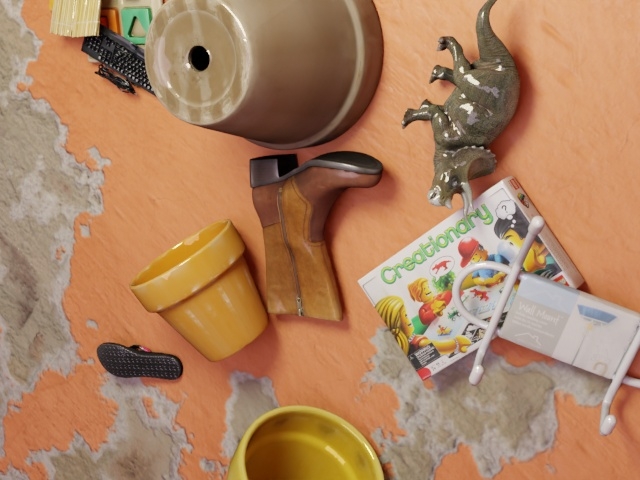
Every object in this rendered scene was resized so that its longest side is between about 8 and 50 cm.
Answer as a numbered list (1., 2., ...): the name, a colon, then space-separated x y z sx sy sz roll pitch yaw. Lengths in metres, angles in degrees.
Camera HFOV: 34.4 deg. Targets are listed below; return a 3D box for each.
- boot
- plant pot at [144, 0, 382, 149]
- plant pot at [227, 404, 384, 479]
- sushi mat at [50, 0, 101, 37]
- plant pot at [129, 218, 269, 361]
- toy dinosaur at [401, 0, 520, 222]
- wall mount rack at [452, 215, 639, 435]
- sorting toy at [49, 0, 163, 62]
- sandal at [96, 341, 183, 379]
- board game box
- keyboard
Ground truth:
1. boot: 0.000 0.000 1.684 0.264 0.096 0.281 -1 102 30
2. plant pot: -0.106 -0.285 1.568 0.323 0.280 0.323 7 105 28
3. plant pot: -0.051 0.448 1.749 0.254 0.254 0.239 42 133 15
4. sushi mat: -0.412 -0.512 1.798 0.151 0.019 0.317 15 101 42
5. plant pot: -0.190 0.097 1.773 0.205 0.205 0.188 -24 105 32
6. toy dinosaur: 0.223 -0.201 1.509 0.160 0.121 0.314 28 102 15
7. wall mount rack: 0.355 0.105 1.429 0.350 0.130 0.304 20 122 8
8. sorting toy: -0.359 -0.412 1.820 0.347 0.047 0.196 5 105 29
9. sandal: -0.343 0.230 1.980 0.179 0.040 0.067 8 112 14
10. board game box: 0.224 0.063 1.592 0.305 0.053 0.193 -37 83 31
11. keyboard: -0.343 -0.300 1.819 0.192 0.038 0.100 32 132 8
